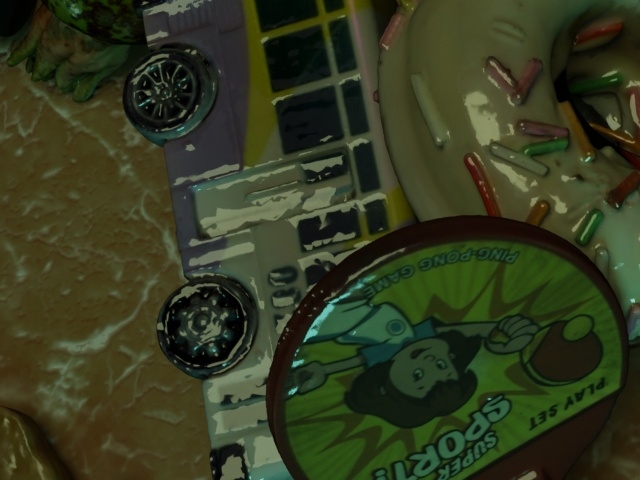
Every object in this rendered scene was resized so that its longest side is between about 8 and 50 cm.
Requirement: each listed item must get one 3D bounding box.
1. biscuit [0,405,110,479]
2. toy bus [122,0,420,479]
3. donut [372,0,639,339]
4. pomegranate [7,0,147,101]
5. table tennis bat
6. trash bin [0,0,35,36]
[{"bbox_3d":[-0.280,0.330,1.553,0.312,0.057,0.351,11,81,20],"label":"biscuit"},{"bbox_3d":[0.000,0.000,1.470,0.249,0.209,0.440,-14,70,11],"label":"toy bus"},{"bbox_3d":[0.227,-0.105,1.373,0.382,0.142,0.383,7,65,-16],"label":"donut"},{"bbox_3d":[-0.176,-0.244,1.601,0.204,0.222,0.277,21,110,33],"label":"pomegranate"},{"bbox_3d":[0.118,0.137,1.300,0.268,0.415,0.051,-31,41,4],"label":"table tennis bat"},{"bbox_3d":[-0.455,-0.291,1.690,0.333,0.214,0.214,6,78,15],"label":"trash bin"}]
